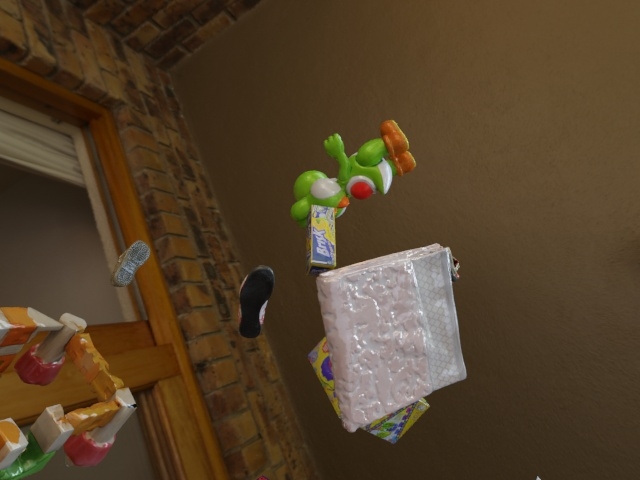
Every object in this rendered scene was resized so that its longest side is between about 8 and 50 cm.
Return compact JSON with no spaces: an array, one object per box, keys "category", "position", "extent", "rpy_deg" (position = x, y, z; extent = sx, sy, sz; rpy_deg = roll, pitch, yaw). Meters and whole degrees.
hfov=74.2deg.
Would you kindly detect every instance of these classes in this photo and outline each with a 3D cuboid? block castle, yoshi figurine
[{"category":"block castle","position":[-0.583,0.294,0.709],"extent":[0.303,0.453,0.212],"rpy_deg":[44,-81,19]},{"category":"yoshi figurine","position":[0.063,-0.182,1.173],"extent":[0.362,0.203,0.203],"rpy_deg":[-33,-85,3]}]

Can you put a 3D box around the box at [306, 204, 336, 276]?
[{"category":"box","position":[0.000,0.000,0.979],"extent":[0.059,0.054,0.168],"rpy_deg":[8,-127,-11]}]

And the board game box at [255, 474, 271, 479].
[{"category":"board game box","position":[-0.095,0.870,1.196],"extent":[0.208,0.056,0.346],"rpy_deg":[4,-79,45]}]

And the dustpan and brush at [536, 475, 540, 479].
[{"category":"dustpan and brush","position":[0.598,0.796,1.181],"extent":[0.060,0.147,0.211],"rpy_deg":[18,-75,32]}]

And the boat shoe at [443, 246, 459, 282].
[{"category":"boat shoe","position":[0.309,0.058,1.012],"extent":[0.043,0.137,0.049],"rpy_deg":[-32,-134,16]}]

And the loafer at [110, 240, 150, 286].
[{"category":"loafer","position":[-0.474,0.057,1.043],"extent":[0.050,0.148,0.056],"rpy_deg":[-21,-59,27]}]

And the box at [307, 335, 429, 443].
[{"category":"box","position":[0.151,0.462,1.402],"extent":[0.177,0.279,0.290],"rpy_deg":[-49,-149,4]}]

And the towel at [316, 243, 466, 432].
[{"category":"towel","position":[0.160,0.196,0.894],"extent":[0.317,0.053,0.331],"rpy_deg":[-14,-81,-23]}]

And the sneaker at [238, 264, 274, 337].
[{"category":"sneaker","position":[-0.196,0.148,1.256],"extent":[0.090,0.145,0.269],"rpy_deg":[7,-56,-12]}]
